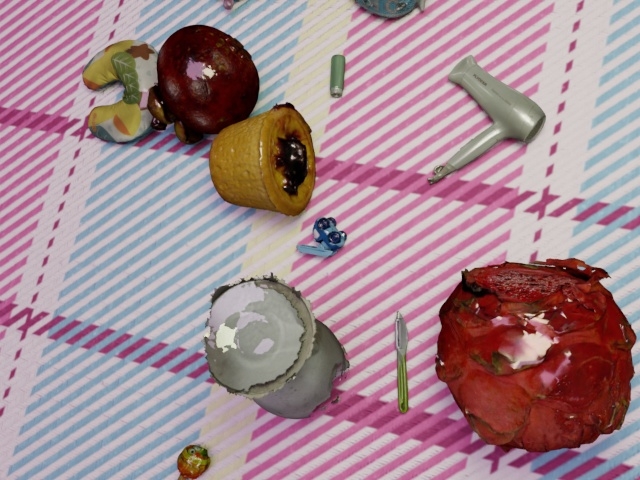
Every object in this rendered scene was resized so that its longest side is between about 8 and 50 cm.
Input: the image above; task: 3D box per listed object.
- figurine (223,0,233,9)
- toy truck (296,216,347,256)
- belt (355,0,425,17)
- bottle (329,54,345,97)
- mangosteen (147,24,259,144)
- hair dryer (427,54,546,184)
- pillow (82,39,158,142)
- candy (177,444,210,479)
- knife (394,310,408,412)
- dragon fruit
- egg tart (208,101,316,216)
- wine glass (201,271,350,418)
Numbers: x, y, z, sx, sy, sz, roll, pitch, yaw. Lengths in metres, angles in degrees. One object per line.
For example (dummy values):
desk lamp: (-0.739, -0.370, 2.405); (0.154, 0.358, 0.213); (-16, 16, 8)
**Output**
figurine: (-0.246, -0.622, 1.304); (0.205, 0.103, 0.260); (-33, 75, 5)
toy truck: (0.000, 0.000, 1.158); (0.090, 0.056, 0.073); (-39, 79, 17)
belt: (0.128, -0.530, 1.209); (0.148, 0.082, 0.163); (-12, 68, 2)
bottle: (0.034, -0.336, 1.222); (0.030, 0.030, 0.083); (1, 81, 14)
mangosteen: (-0.245, -0.298, 1.199); (0.257, 0.215, 0.215); (-40, 72, 25)
hair dryer: (0.274, -0.209, 1.136); (0.237, 0.075, 0.206); (-48, 66, 9)
pillow: (-0.430, -0.327, 1.310); (0.214, 0.086, 0.233); (-15, 79, 21)
candy: (-0.282, 0.474, 1.141); (0.060, 0.060, 0.201); (38, 99, 17)
knife: (0.150, 0.222, 1.095); (0.022, 0.026, 0.184); (-12, 76, 52)
dragon fruit: (0.328, 0.173, 0.927); (0.295, 0.295, 0.301); (-7, 81, 12)
egg tart: (-0.106, -0.149, 1.136); (0.171, 0.215, 0.215); (-1, 79, 24)
wine glass: (-0.064, 0.190, 0.987); (0.190, 0.357, 0.190); (-5, 66, 11)
